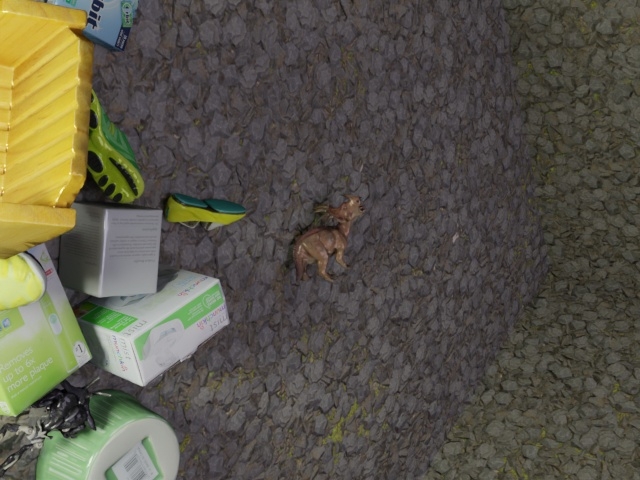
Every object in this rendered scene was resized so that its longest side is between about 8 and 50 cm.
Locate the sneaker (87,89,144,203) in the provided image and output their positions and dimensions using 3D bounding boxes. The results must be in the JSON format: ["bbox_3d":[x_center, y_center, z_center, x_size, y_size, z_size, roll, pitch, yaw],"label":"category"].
[{"bbox_3d":[-0.466,-0.211,1.647,0.109,0.123,0.295,-27,110,-2],"label":"sneaker"}]

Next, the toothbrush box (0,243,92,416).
[{"bbox_3d":[-0.586,0.153,1.500,0.206,0.122,0.283,-41,119,-52],"label":"toothbrush box"}]

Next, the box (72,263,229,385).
[{"bbox_3d":[-0.374,0.175,1.740,0.262,0.231,0.126,-35,125,-42],"label":"box"}]

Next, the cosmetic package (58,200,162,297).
[{"bbox_3d":[-0.441,0.016,1.678,0.151,0.151,0.183,0,98,-51],"label":"cosmetic package"}]

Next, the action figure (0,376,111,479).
[{"bbox_3d":[-0.569,0.360,1.616,0.276,0.141,0.164,-36,124,-23],"label":"action figure"}]

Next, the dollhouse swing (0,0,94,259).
[{"bbox_3d":[-0.545,-0.181,1.144,0.305,0.315,0.346,16,66,-43],"label":"dollhouse swing"}]

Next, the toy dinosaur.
[{"bbox_3d":[0.000,0.000,2.274,0.296,0.127,0.200,-34,118,-28],"label":"toy dinosaur"}]

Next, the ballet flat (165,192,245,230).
[{"bbox_3d":[-0.283,-0.064,1.939,0.231,0.077,0.077,7,114,-50],"label":"ballet flat"}]

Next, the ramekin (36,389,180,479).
[{"bbox_3d":[-0.457,0.498,1.778,0.303,0.148,0.303,-16,111,-49],"label":"ramekin"}]

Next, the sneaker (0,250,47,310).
[{"bbox_3d":[-0.622,0.069,1.240,0.385,0.147,0.145,8,116,-30],"label":"sneaker"}]

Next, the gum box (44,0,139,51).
[{"bbox_3d":[-0.458,-0.493,1.623,0.184,0.041,0.157,23,80,-53],"label":"gum box"}]
